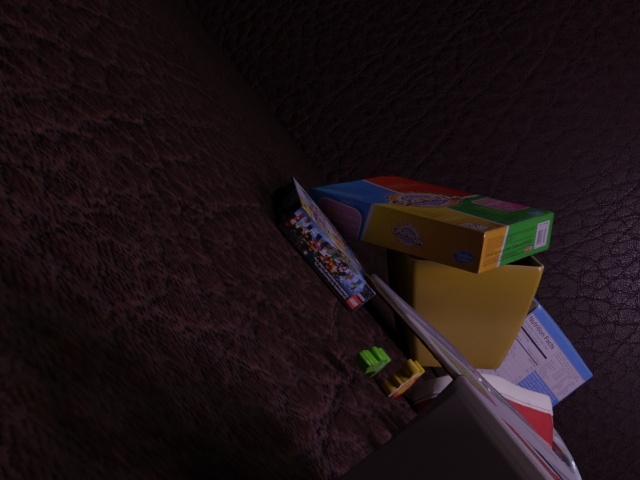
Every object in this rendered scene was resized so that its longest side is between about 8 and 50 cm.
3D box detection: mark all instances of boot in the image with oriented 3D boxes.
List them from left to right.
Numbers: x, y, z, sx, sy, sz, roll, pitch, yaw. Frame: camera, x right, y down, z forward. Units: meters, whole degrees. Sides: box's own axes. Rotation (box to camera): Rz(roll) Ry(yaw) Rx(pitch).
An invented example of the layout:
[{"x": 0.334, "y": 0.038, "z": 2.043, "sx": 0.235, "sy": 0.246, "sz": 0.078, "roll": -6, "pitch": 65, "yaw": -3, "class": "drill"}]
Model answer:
[{"x": 0.217, "y": 0.269, "z": 1.268, "sx": 0.244, "sy": 0.088, "sz": 0.176, "roll": 20, "pitch": 57, "yaw": -36, "class": "boot"}]

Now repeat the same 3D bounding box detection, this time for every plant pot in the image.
[{"x": 0.217, "y": 0.095, "z": 1.626, "sx": 0.212, "sy": 0.212, "sz": 0.187, "roll": -114, "pitch": -152, "yaw": -74, "class": "plant pot"}]

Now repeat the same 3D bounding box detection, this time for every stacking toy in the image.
[{"x": 0.109, "y": 0.194, "z": 1.026, "sx": 0.167, "sy": 0.052, "sz": 0.221, "roll": 51, "pitch": 7, "yaw": 20, "class": "stacking toy"}]

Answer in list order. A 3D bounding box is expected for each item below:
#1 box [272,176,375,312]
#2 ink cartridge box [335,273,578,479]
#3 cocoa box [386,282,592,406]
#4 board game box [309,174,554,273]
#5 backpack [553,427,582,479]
[{"x": 0.000, "y": 0.000, "z": 1.438, "sx": 0.159, "sy": 0.044, "sz": 0.233, "roll": 50, "pitch": 5, "yaw": -13, "class": "box"}, {"x": 0.102, "y": 0.190, "z": 0.505, "sx": 0.272, "sy": 0.130, "sz": 0.309, "roll": 52, "pitch": 5, "yaw": 31, "class": "ink cartridge box"}, {"x": 0.318, "y": 0.175, "z": 1.958, "sx": 0.231, "sy": 0.228, "sz": 0.347, "roll": 48, "pitch": 6, "yaw": -30, "class": "cocoa box"}, {"x": 0.174, "y": -0.034, "z": 1.599, "sx": 0.316, "sy": 0.064, "sz": 0.242, "roll": 16, "pitch": 17, "yaw": 33, "class": "board game box"}, {"x": 0.295, "y": 0.313, "z": 1.430, "sx": 0.152, "sy": 0.115, "sz": 0.182, "roll": 51, "pitch": 7, "yaw": -29, "class": "backpack"}]
